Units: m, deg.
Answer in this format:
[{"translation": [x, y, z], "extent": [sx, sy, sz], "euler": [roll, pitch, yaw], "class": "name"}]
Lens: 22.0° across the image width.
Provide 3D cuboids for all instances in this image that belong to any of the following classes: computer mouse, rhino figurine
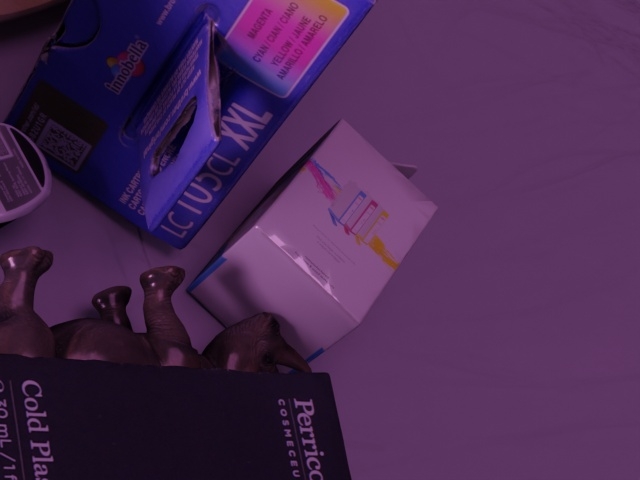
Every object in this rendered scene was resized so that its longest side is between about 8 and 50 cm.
[{"translation": [-0.242, -0.015, 0.937], "extent": [0.193, 0.042, 0.106], "euler": [-18, 70, -36], "class": "computer mouse"}, {"translation": [-0.105, 0.073, 0.960], "extent": [0.243, 0.073, 0.106], "euler": [9, 64, -35], "class": "rhino figurine"}]

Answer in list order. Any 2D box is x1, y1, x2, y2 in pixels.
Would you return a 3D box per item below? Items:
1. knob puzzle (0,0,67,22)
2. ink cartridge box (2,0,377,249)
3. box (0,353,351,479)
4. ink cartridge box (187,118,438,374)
[{"translation": [-0.225, -0.214, 1.074], "extent": [0.213, 0.030, 0.213], "euler": [20, 48, -24], "class": "knob puzzle"}, {"translation": [-0.046, -0.184, 1.025], "extent": [0.151, 0.270, 0.395], "euler": [33, 48, -8], "class": "ink cartridge box"}, {"translation": [-0.133, 0.238, 0.749], "extent": [0.312, 0.179, 0.343], "euler": [8, 60, -37], "class": "box"}, {"translation": [0.000, 0.000, 1.069], "extent": [0.090, 0.092, 0.143], "euler": [43, 46, -6], "class": "ink cartridge box"}]
